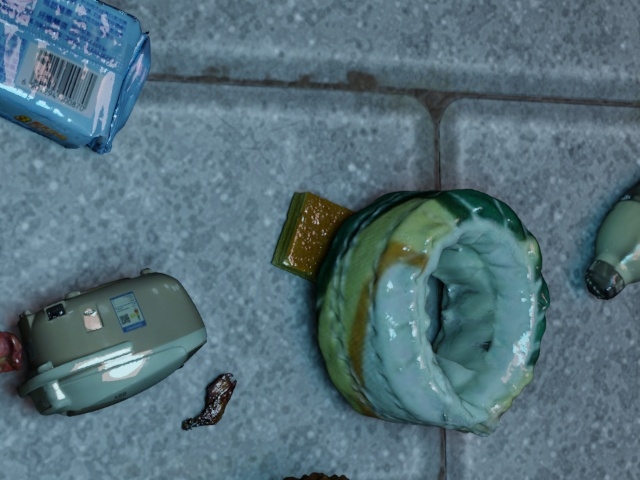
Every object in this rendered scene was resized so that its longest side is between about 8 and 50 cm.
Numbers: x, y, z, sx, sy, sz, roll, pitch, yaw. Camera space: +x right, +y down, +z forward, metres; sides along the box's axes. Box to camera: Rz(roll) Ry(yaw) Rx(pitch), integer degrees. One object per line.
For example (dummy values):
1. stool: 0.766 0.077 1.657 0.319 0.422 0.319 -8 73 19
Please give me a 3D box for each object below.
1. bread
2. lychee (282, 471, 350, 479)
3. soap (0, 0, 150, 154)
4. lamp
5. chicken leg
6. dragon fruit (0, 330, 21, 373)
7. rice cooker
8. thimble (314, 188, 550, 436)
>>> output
1. bread: 0.000 0.000 1.839 0.090 0.035 0.094 25 76 -26
2. lychee: 0.022 0.397 1.703 0.275 0.276 0.304 -26 73 -27
3. soap: -0.316 -0.207 1.655 0.293 0.077 0.156 25 75 -26
4. lamp: 0.421 -0.019 2.032 0.250 0.101 0.101 -46 108 -26
5. chicken leg: -0.120 0.186 1.774 0.036 0.021 0.083 44 73 -30
6. dragon fruit: -0.390 0.147 1.569 0.211 0.134 0.262 -46 108 -27
7. rice cooker: -0.222 0.108 1.656 0.206 0.145 0.127 -15 83 -25
8. thimble: 0.132 0.084 1.815 0.254 0.167 0.288 -15 102 -37
